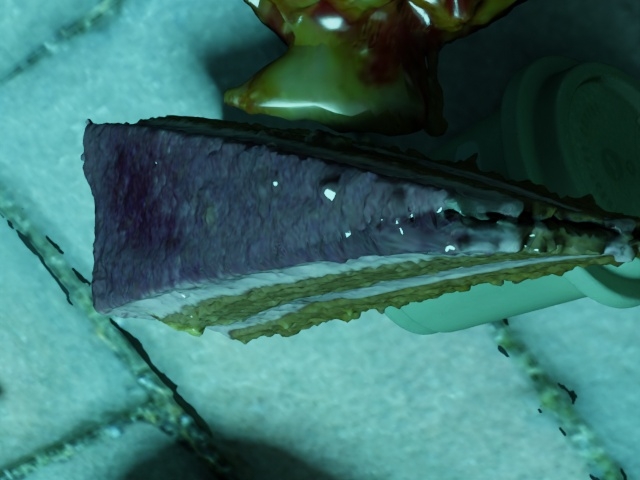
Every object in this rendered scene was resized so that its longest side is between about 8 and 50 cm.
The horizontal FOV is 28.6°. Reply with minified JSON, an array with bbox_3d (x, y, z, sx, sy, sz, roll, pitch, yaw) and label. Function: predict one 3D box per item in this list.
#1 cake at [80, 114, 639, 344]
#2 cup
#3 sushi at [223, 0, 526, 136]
[{"bbox_3d":[0.000,0.000,0.524,0.295,0.116,0.113,5,92,54],"label":"cake"},{"bbox_3d":[0.091,-0.013,0.593,0.141,0.120,0.120,-26,112,44],"label":"cup"},{"bbox_3d":[-0.019,-0.203,0.457,0.196,0.182,0.343,-20,111,34],"label":"sushi"}]
